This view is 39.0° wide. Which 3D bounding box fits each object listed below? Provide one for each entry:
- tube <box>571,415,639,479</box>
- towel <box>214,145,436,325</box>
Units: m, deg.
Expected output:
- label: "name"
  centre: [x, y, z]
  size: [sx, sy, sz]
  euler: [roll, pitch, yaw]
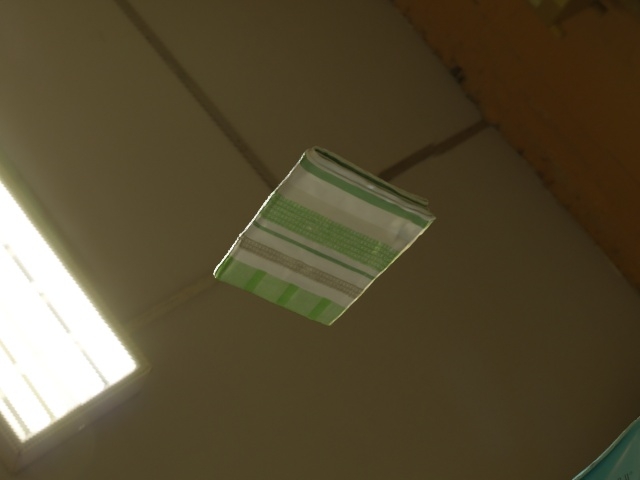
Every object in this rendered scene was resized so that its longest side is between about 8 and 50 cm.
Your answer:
- label: "tube"
  centre: [0.118, 0.179, 0.405]
  size: [0.052, 0.207, 0.080]
  euler: [16, -146, 41]
- label: "towel"
  centre: [0.000, 0.000, 0.694]
  size: [0.113, 0.152, 0.023]
  euler: [26, -139, -19]
